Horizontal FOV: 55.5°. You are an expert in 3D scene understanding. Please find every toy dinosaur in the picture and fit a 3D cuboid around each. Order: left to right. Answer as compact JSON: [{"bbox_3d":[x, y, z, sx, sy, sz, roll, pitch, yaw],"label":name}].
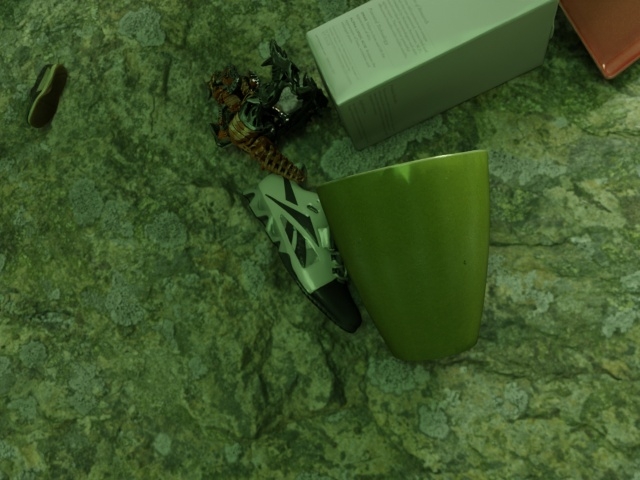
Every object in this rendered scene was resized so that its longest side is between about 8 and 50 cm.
[{"bbox_3d":[-0.101,-0.229,1.138,0.218,0.164,0.322,-39,78,13],"label":"toy dinosaur"}]

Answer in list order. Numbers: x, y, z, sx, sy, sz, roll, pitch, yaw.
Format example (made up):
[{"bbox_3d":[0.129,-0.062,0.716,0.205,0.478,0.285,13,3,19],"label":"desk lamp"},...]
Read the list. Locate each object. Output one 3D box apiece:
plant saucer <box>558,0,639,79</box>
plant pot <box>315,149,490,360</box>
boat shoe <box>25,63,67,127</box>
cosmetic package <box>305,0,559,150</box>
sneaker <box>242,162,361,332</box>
[{"bbox_3d":[0.521,-0.455,1.048,0.259,0.048,0.258,-37,100,1],"label":"plant saucer"},{"bbox_3d":[0.156,0.030,0.972,0.274,0.275,0.294,-12,92,10],"label":"plant pot"},{"bbox_3d":[-0.595,-0.311,1.308,0.049,0.056,0.152,12,71,20],"label":"boat shoe"},{"bbox_3d":[0.191,-0.330,1.052,0.384,0.217,0.156,-25,73,4],"label":"cosmetic package"},{"bbox_3d":[0.000,0.000,1.064,0.146,0.122,0.331,-34,73,5],"label":"sneaker"}]
